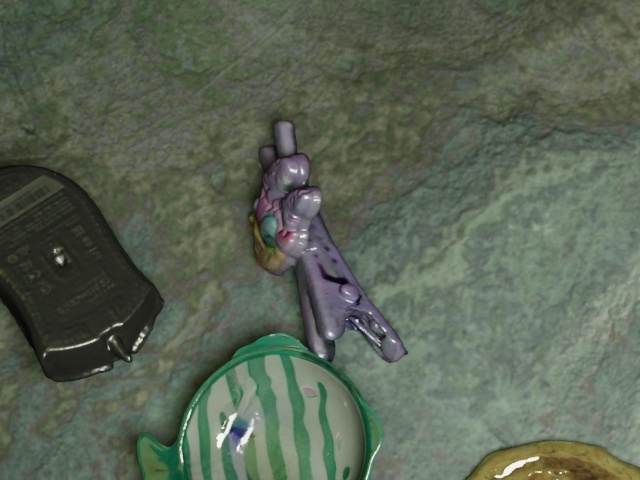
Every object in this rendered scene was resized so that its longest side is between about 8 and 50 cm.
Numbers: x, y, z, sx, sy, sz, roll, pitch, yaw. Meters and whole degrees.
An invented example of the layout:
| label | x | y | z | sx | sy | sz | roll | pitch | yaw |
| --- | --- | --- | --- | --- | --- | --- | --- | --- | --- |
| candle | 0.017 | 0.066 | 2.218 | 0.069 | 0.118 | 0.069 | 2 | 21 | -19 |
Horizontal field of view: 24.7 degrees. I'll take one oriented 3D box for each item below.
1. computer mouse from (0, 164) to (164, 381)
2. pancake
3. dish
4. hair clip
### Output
| label | x | y | z | sx | sy | sz | roll | pitch | yaw |
| --- | --- | --- | --- | --- | --- | --- | --- | --- | --- |
| computer mouse | -0.274 | 0.038 | 1.537 | 0.147 | 0.088 | 0.264 | -32 | 68 | -16 |
| pancake | 0.220 | 0.292 | 1.365 | 0.235 | 0.029 | 0.212 | -15 | 70 | 8 |
| dish | -0.050 | 0.210 | 1.430 | 0.246 | 0.078 | 0.224 | -12 | 75 | 12 |
| hair clip | -0.011 | 0.006 | 1.466 | 0.090 | 0.137 | 0.278 | -17 | 67 | -29 |
